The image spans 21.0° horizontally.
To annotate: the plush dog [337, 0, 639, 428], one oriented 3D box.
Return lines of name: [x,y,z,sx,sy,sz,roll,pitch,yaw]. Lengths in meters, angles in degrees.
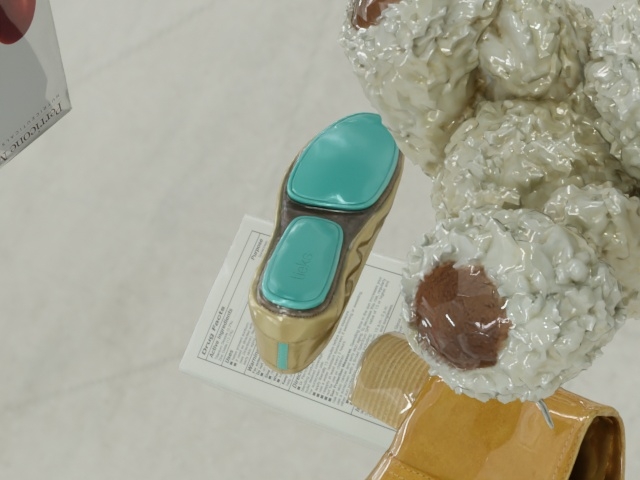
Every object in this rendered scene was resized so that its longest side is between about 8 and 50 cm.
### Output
plush dog: [0.159,-0.046,0.820,0.225,0.210,0.262,-26,54,24]

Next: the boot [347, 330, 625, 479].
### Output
boot: [0.080,0.213,1.063,0.211,0.104,0.295,24,106,51]

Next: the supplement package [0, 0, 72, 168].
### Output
supplement package: [-0.251,-0.107,0.847,0.149,0.203,0.194,36,64,22]

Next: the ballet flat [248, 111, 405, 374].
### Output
ballet flat: [0.000,0.000,1.174,0.232,0.080,0.073,-62,-17,-48]

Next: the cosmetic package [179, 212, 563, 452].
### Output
cosmetic package: [0.046,0.097,1.479,0.309,0.113,0.160,18,81,39]
